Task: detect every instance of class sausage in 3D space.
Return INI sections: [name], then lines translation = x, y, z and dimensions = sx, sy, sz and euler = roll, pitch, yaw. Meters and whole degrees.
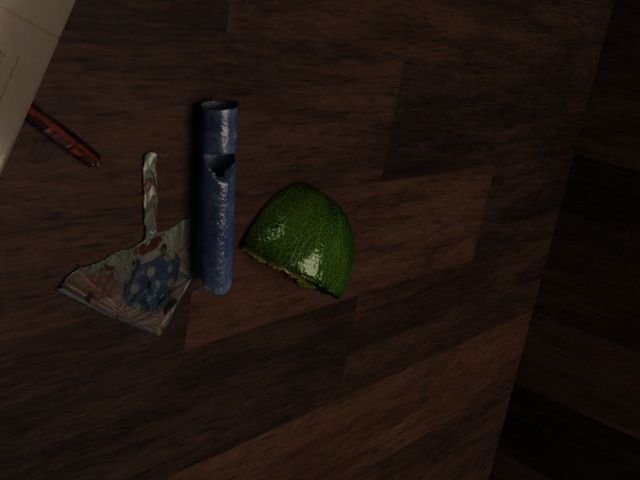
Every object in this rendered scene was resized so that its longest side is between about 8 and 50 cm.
[sausage]
translation = -0.341, -0.142, 1.098
dimensions = 0.028, 0.025, 0.198
euler = -26, 147, 16

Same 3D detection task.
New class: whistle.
[whistle]
translation = -0.160, -0.063, 1.342
dimensions = 0.062, 0.062, 0.304
euler = -21, 123, -47

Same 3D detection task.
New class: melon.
[melon]
translation = 0.000, 0.000, 1.557
dimensions = 0.265, 0.129, 0.169
euler = 33, 78, -55

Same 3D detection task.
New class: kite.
[kite]
translation = -0.256, 0.017, 1.315
dimensions = 0.335, 0.011, 0.315
euler = -30, 131, -44

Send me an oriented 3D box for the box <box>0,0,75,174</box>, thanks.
[box]
translation = -0.394, -0.220, 0.940
dimensions = 0.204, 0.051, 0.365
euler = 25, 88, -49
